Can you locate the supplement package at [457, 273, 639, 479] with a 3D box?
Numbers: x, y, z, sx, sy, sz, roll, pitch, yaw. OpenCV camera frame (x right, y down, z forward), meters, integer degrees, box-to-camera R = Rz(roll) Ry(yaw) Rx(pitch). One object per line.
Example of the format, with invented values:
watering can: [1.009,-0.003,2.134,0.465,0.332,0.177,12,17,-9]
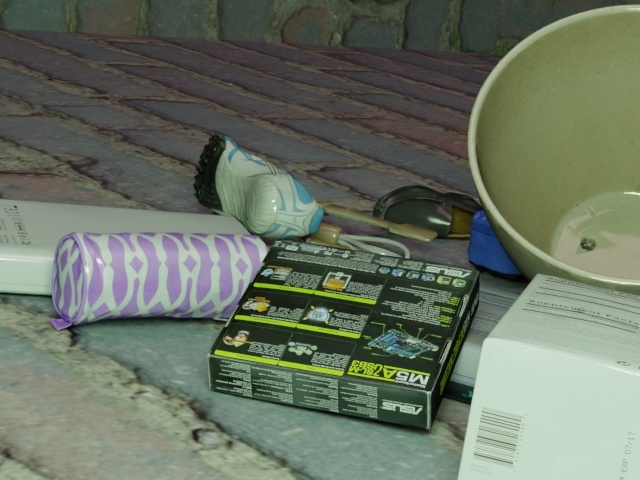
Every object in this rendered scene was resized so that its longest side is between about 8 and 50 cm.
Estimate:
supplement package: [0.195,0.123,1.236,0.134,0.139,0.244,13,12,14]

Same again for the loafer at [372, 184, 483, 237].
loafer: [0.141,-0.031,2.040,0.170,0.062,0.061,-3,22,-36]

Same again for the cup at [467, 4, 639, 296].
cup: [0.318,-0.039,1.688,0.331,0.331,0.237,12,-29,14]

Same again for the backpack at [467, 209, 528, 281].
backpack: [0.228,-0.006,1.901,0.120,0.101,0.098,-5,12,-34]

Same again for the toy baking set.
toy baking set: [-0.005,-0.002,1.897,0.256,0.030,0.197,-8,26,-33]

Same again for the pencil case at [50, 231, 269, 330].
pencil case: [-0.141,0.036,1.506,0.206,0.088,0.086,3,21,-28]

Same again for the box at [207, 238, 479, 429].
box: [0.024,0.074,1.396,0.190,0.045,0.184,8,36,14]

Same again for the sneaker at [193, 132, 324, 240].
sneaker: [-0.075,-0.056,1.873,0.086,0.085,0.237,17,12,-33]

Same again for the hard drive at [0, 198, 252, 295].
hard drive: [-0.236,0.008,1.658,0.353,0.047,0.233,4,14,-17]

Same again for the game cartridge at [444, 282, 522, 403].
game cartridge: [0.159,0.095,1.517,0.355,0.068,0.230,15,18,24]
